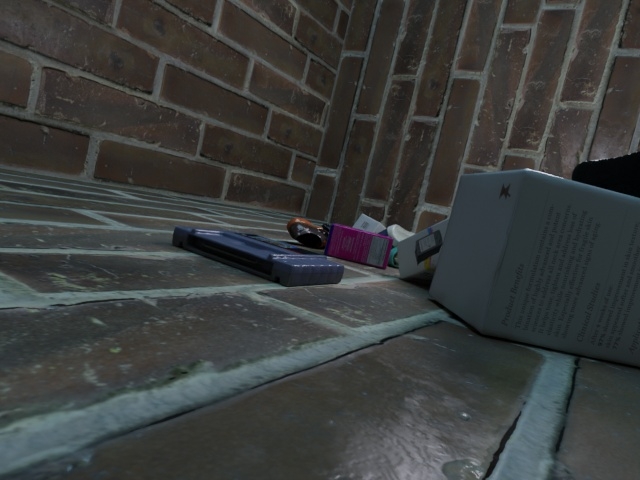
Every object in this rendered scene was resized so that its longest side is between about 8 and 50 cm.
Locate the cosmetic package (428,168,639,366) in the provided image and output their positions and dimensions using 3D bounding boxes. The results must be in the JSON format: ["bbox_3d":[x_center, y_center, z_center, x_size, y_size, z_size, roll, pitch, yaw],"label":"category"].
[{"bbox_3d":[0.511,0.047,1.065,0.393,0.329,0.327,14,5,-6],"label":"cosmetic package"}]

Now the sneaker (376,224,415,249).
[{"bbox_3d":[0.313,0.037,1.943,0.148,0.131,0.350,-25,-32,26],"label":"sneaker"}]

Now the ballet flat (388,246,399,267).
[{"bbox_3d":[0.357,0.034,1.749,0.247,0.083,0.087,-27,19,3],"label":"ballet flat"}]

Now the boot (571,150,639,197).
[{"bbox_3d":[0.699,-0.122,1.005,0.207,0.094,0.246,6,2,-25],"label":"boot"}]

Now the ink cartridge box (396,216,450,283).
[{"bbox_3d":[0.410,0.033,1.408,0.226,0.131,0.306,11,-25,-29],"label":"ink cartridge box"}]

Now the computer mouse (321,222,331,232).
[{"bbox_3d":[0.105,0.011,1.770,0.242,0.041,0.071,33,28,9],"label":"computer mouse"}]

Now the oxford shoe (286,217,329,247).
[{"bbox_3d":[0.000,0.000,1.800,0.271,0.097,0.098,13,32,-30],"label":"oxford shoe"}]

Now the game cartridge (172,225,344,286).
[{"bbox_3d":[-0.144,0.030,1.128,0.355,0.068,0.230,16,10,31],"label":"game cartridge"}]

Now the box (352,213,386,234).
[{"bbox_3d":[0.243,-0.023,2.114,0.170,0.091,0.130,37,-3,-39],"label":"box"}]

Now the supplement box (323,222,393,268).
[{"bbox_3d":[0.133,0.018,1.665,0.220,0.114,0.111,15,4,2],"label":"supplement box"}]
